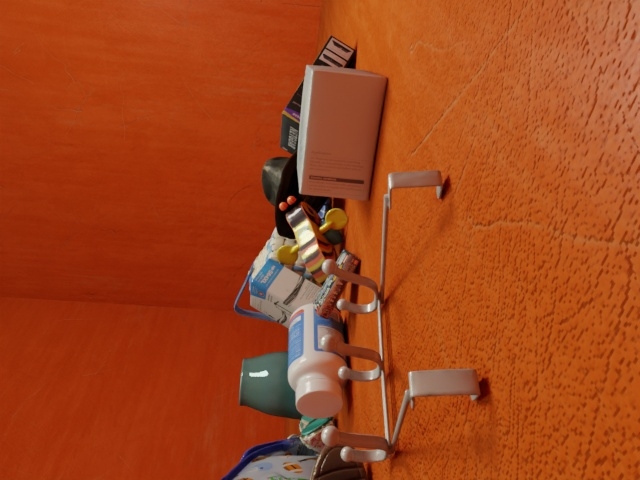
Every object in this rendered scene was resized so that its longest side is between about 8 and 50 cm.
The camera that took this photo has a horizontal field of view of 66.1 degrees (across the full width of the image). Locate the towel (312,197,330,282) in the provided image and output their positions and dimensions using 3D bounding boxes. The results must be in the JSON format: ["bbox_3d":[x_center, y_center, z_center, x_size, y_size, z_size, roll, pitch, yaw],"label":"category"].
[{"bbox_3d":[0.000,0.000,1.651,0.243,0.040,0.335,-115,28,-75],"label":"towel"}]

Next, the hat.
[{"bbox_3d":[-0.080,-0.164,1.351,0.331,0.134,0.331,-51,-22,-30],"label":"hat"}]

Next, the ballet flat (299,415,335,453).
[{"bbox_3d":[-0.001,0.446,1.138,0.077,0.091,0.241,63,173,8],"label":"ballet flat"}]

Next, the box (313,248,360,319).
[{"bbox_3d":[0.031,0.086,1.004,0.136,0.027,0.094,-61,8,2],"label":"box"}]

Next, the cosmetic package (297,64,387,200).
[{"bbox_3d":[0.030,-0.221,0.970,0.224,0.138,0.224,-101,17,-68],"label":"cosmetic package"}]

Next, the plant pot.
[{"bbox_3d":[-0.189,0.564,1.946,0.272,0.256,0.271,-175,90,-84],"label":"plant pot"}]

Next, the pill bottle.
[{"bbox_3d":[-0.006,0.247,1.022,0.221,0.125,0.124,-91,8,-53],"label":"pill bottle"}]

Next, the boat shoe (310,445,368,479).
[{"bbox_3d":[0.027,0.434,0.716,0.095,0.095,0.257,92,178,-52],"label":"boat shoe"}]

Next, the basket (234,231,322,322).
[{"bbox_3d":[-0.105,0.137,1.449,0.201,0.255,0.288,-90,17,-51],"label":"basket"}]

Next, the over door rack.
[{"bbox_3d":[0.059,0.104,0.571,0.324,0.108,0.239,103,169,-56],"label":"over door rack"}]

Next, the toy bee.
[{"bbox_3d":[-0.038,-0.022,1.206,0.195,0.162,0.298,-49,34,2],"label":"toy bee"}]

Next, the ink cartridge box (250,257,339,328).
[{"bbox_3d":[-0.069,0.155,1.235,0.085,0.203,0.148,-54,-12,-31],"label":"ink cartridge box"}]

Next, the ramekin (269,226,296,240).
[{"bbox_3d":[-0.110,0.046,1.815,0.273,0.127,0.272,15,-90,-82],"label":"ramekin"}]

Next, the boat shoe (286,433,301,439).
[{"bbox_3d":[-0.066,0.752,1.541,0.099,0.116,0.319,-32,27,26],"label":"boat shoe"}]

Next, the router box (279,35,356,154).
[{"bbox_3d":[-0.017,-0.379,1.363,0.242,0.081,0.309,-60,3,-8],"label":"router box"}]

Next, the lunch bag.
[{"bbox_3d":[-0.086,0.630,1.057,0.385,0.239,0.327,37,-124,-78],"label":"lunch bag"}]
